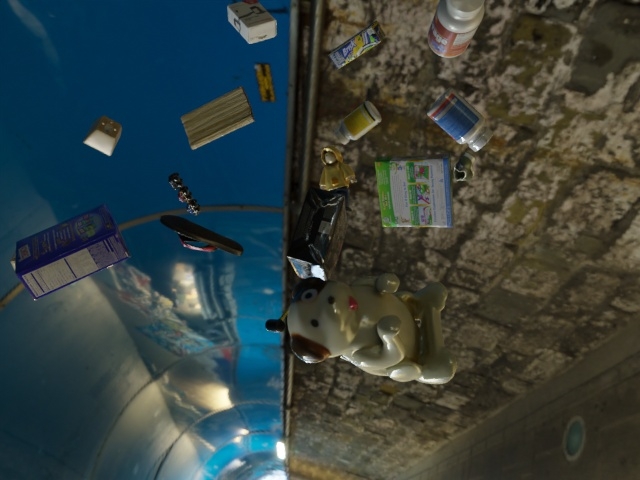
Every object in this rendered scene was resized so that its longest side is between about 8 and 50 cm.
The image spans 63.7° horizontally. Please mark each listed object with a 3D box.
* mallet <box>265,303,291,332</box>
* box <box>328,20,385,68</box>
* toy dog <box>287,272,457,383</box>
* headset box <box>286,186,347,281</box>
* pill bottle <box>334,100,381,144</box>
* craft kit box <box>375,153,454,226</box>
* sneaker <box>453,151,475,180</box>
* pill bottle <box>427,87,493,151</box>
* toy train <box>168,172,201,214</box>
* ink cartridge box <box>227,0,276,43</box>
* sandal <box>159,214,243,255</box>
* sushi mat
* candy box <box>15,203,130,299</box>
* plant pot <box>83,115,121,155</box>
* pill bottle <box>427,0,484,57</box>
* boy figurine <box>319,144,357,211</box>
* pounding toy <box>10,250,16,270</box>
[{"bbox_3d":[-0.101,0.210,1.590,0.039,0.062,0.189,57,-133,-24],"label":"mallet"},{"bbox_3d":[0.110,-0.592,1.562,0.169,0.054,0.059,-21,27,37],"label":"box"},{"bbox_3d":[0.106,0.223,1.410,0.395,0.408,0.284,-24,54,51],"label":"toy dog"},{"bbox_3d":[0.000,0.000,1.541,0.293,0.110,0.218,71,-145,-73],"label":"headset box"},{"bbox_3d":[0.149,-0.476,2.102,0.184,0.103,0.103,-34,13,24],"label":"pill bottle"},{"bbox_3d":[0.321,-0.165,1.748,0.061,0.247,0.249,-55,-40,-56],"label":"craft kit box"},{"bbox_3d":[0.545,-0.264,1.986,0.086,0.064,0.192,-48,-21,-5],"label":"sneaker"},{"bbox_3d":[0.494,-0.418,1.809,0.124,0.221,0.124,-48,5,5],"label":"pill bottle"},{"bbox_3d":[-0.364,-0.120,1.381,0.158,0.036,0.027,67,180,-51],"label":"toy train"},{"bbox_3d":[-0.231,-0.743,1.740,0.109,0.150,0.063,-26,-29,-22],"label":"ink cartridge box"},{"bbox_3d":[-0.229,0.001,0.994,0.040,0.179,0.067,-55,38,12],"label":"sandal"},{"bbox_3d":[-0.429,-0.507,2.139,0.151,0.317,0.019,70,-161,1],"label":"sushi mat"},{"bbox_3d":[-0.820,0.029,1.702,0.268,0.317,0.122,40,150,53],"label":"candy box"},{"bbox_3d":[-0.818,-0.409,1.961,0.096,0.109,0.109,-31,40,45],"label":"plant pot"},{"bbox_3d":[0.363,-0.590,1.372,0.216,0.121,0.121,76,-150,-83],"label":"pill bottle"},{"bbox_3d":[0.068,-0.250,2.093,0.092,0.177,0.285,-7,-88,-54],"label":"boy figurine"},{"bbox_3d":[-1.007,0.113,1.902,0.181,0.206,0.094,131,156,-58],"label":"pounding toy"}]
